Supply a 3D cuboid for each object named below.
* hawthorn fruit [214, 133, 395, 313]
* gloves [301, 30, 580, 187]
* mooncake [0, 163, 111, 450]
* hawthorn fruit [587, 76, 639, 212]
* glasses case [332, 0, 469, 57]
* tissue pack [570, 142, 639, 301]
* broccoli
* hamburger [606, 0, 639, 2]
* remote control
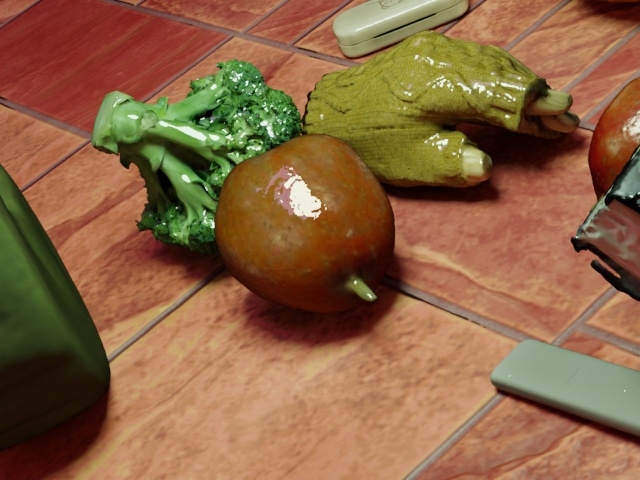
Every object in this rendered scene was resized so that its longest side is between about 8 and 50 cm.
[{"bbox_3d":[0.000,0.000,1.722,0.199,0.199,0.251,-32,45,-12],"label":"hawthorn fruit"},{"bbox_3d":[0.137,-0.159,1.871,0.356,0.155,0.203,3,45,32],"label":"gloves"},{"bbox_3d":[-0.380,0.066,1.735,0.187,0.351,0.351,-30,32,-5],"label":"mooncake"},{"bbox_3d":[0.356,-0.083,1.622,0.188,0.169,0.169,-52,35,0],"label":"hawthorn fruit"},{"bbox_3d":[0.114,-0.321,2.219,0.196,0.050,0.083,-22,30,5],"label":"glasses case"},{"bbox_3d":[0.426,-0.055,1.450,0.361,0.259,0.122,-51,-3,-36],"label":"tissue pack"},{"bbox_3d":[-0.151,-0.101,1.897,0.270,0.270,0.270,-34,46,46],"label":"broccoli"},{"bbox_3d":[0.447,-0.468,1.994,0.396,0.277,0.395,-17,30,10],"label":"hamburger"},{"bbox_3d":[0.271,0.146,1.463,0.067,0.029,0.261,-42,34,-26],"label":"remote control"}]
